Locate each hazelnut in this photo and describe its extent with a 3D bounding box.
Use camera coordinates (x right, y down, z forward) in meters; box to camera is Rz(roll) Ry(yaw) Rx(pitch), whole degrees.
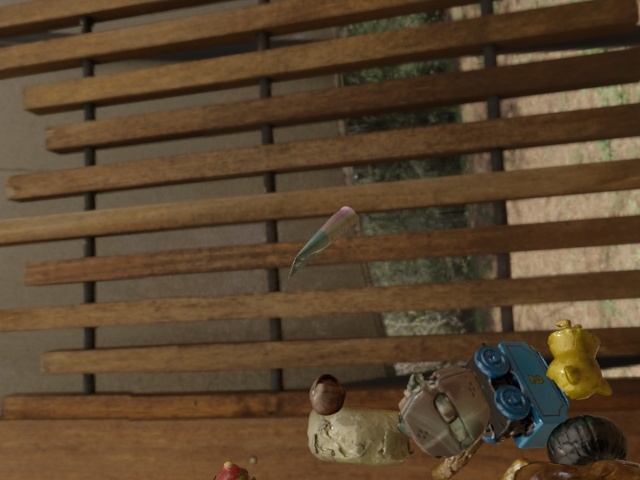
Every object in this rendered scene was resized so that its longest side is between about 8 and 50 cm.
[{"bbox_3d":[0.013,0.329,1.323,0.086,0.086,0.087,-4,-90,-76],"label":"hazelnut"}]

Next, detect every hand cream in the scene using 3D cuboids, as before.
[{"bbox_3d":[0.000,0.000,1.971,0.312,0.070,0.111,-40,-17,-38],"label":"hand cream"}]

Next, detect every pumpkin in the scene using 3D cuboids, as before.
[{"bbox_3d":[0.687,0.534,1.606,0.140,0.201,0.202,-100,-4,-54],"label":"pumpkin"}]

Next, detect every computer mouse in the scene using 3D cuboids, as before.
[{"bbox_3d":[0.256,0.348,1.243,0.115,0.199,0.389,50,177,37],"label":"computer mouse"}]

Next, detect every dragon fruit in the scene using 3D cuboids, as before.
[{"bbox_3d":[-0.166,0.470,1.150,0.116,0.086,0.081,-67,-16,-53],"label":"dragon fruit"}]

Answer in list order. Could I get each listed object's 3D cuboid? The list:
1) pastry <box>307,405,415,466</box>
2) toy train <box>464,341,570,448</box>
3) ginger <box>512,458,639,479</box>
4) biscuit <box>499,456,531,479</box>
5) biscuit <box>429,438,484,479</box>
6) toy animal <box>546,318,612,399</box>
[{"bbox_3d":[0.093,0.456,1.458,0.265,0.264,0.133,51,-138,-67],"label":"pastry"},{"bbox_3d":[0.569,0.450,1.854,0.300,0.264,0.188,-108,29,-44],"label":"toy train"},{"bbox_3d":[0.449,0.402,0.798,0.176,0.418,0.254,-41,-86,-28],"label":"ginger"},{"bbox_3d":[0.355,0.586,1.321,0.309,0.040,0.204,-57,-27,0],"label":"biscuit"},{"bbox_3d":[0.455,0.649,1.964,0.296,0.075,0.296,-47,-16,-17],"label":"biscuit"},{"bbox_3d":[0.694,0.316,1.685,0.230,0.156,0.156,-82,-18,-46],"label":"toy animal"}]
